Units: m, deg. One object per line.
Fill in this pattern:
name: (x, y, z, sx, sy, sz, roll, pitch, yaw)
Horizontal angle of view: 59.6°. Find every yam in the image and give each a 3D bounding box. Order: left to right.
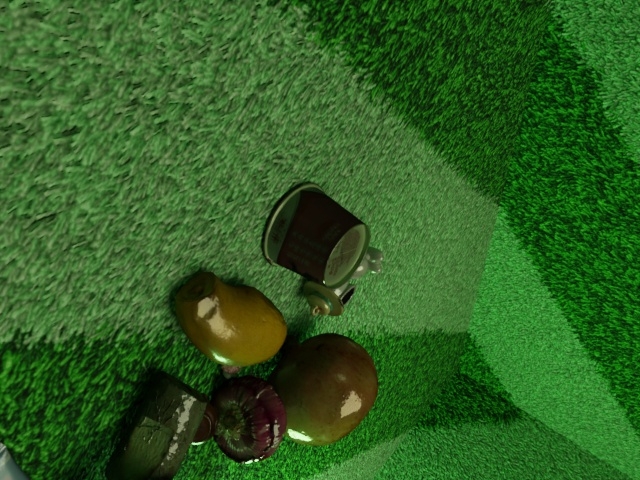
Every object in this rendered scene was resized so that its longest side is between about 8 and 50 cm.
yam: (-0.352, 0.424, 1.237, 0.255, 0.153, 0.154, -64, 151, -2)

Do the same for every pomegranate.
pomegranate: (-0.011, 0.412, 1.610, 0.338, 0.338, 0.339, -38, 144, -34)

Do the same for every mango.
mango: (-0.198, 0.189, 1.269, 0.359, 0.143, 0.187, 29, 74, -54)

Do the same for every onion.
onion: (-0.174, 0.457, 1.454, 0.163, 0.229, 0.230, 1, 115, -51)

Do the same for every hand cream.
hand cream: (-0.571, 0.471, 1.036, 0.088, 0.055, 0.256, -45, 141, -34)

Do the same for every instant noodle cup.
instant noodle cup: (0.000, 0.000, 1.366, 0.234, 0.178, 0.235, -40, 147, -33)

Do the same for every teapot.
teapot: (-0.308, 0.446, 1.399, 0.098, 0.078, 0.129, 2, 103, -15)

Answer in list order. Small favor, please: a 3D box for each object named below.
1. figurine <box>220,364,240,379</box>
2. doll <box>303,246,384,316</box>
figurine: (-0.223, 0.292, 1.414, 0.072, 0.054, 0.129, -2, 126, -40)
doll: (0.077, 0.117, 1.628, 0.271, 0.143, 0.208, 5, 102, -54)
